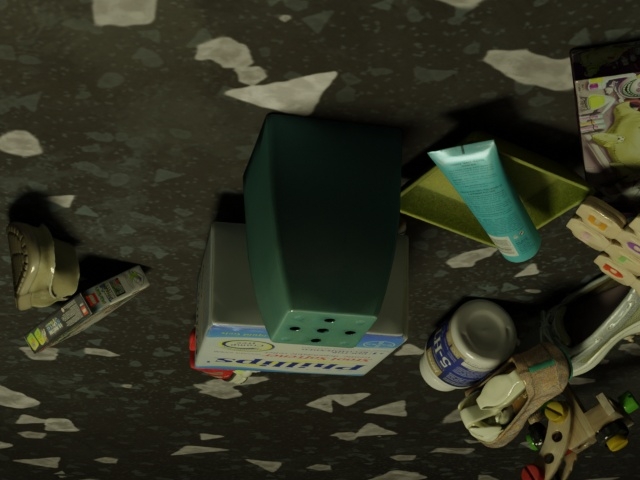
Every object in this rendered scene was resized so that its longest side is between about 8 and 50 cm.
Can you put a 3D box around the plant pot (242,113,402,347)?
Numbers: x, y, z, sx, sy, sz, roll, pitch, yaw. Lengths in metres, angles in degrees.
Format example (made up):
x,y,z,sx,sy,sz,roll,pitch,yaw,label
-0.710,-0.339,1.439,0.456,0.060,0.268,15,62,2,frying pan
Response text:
x,y,z,sx,sy,sz,roll,pitch,yaw,label
0.000,0.000,1.382,0.165,0.234,0.165,6,154,-13,plant pot

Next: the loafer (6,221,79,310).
x,y,z,sx,sy,sz,roll,pitch,yaw,label
-0.379,0.032,1.606,0.092,0.102,0.268,-9,171,-17,loafer

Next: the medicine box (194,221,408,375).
x,y,z,sx,sy,sz,roll,pitch,yaw,label
-0.035,0.090,1.630,0.263,0.149,0.289,4,162,-9,medicine box

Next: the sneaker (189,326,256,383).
x,y,z,sx,sy,sz,roll,pitch,yaw,label
-0.150,0.164,1.880,0.118,0.107,0.279,14,150,-13,sneaker

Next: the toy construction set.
x,y,z,sx,sy,sz,roll,pitch,yaw,label
0.410,0.273,2.051,0.237,0.257,0.309,-34,121,22,toy construction set

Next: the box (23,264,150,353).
x,y,z,sx,sy,sz,roll,pitch,yaw,label
-0.354,0.106,1.757,0.114,0.036,0.207,-28,177,-43,box

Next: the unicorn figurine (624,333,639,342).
x,y,z,sx,sy,sz,roll,pitch,yaw,label
0.466,0.150,1.925,0.111,0.060,0.162,1,138,-2,unicorn figurine

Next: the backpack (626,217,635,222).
x,y,z,sx,sy,sz,roll,pitch,yaw,label
0.490,0.027,1.588,0.182,0.115,0.152,22,132,-34,backpack

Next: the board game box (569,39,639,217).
x,y,z,sx,sy,sz,roll,pitch,yaw,label
0.407,-0.125,1.352,0.208,0.056,0.347,-11,153,12,board game box

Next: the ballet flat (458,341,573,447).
x,y,z,sx,sy,sz,roll,pitch,yaw,label
0.280,0.251,1.836,0.106,0.107,0.316,-15,153,-27,ballet flat

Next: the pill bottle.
x,y,z,sx,sy,sz,roll,pitch,yaw,label
0.233,0.179,1.904,0.112,0.112,0.186,7,153,-15,pill bottle

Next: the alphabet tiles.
x,y,z,sx,sy,sz,roll,pitch,yaw,label
0.430,0.042,1.407,0.284,0.021,0.278,34,171,10,alphabet tiles

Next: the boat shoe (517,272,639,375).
x,y,z,sx,sy,sz,roll,pitch,yaw,label
0.411,0.118,1.788,0.103,0.118,0.320,22,143,-29,boat shoe

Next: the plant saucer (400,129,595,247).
x,y,z,sx,sy,sz,roll,pitch,yaw,label
0.208,-0.069,1.443,0.188,0.045,0.188,19,149,-23,plant saucer

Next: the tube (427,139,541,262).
x,y,z,sx,sy,sz,roll,pitch,yaw,label
0.204,-0.049,1.388,0.080,0.052,0.207,-14,141,24,tube

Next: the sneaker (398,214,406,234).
x,y,z,sx,sy,sz,roll,pitch,yaw,label
0.077,-0.012,1.593,0.083,0.032,0.037,-7,154,14,sneaker
